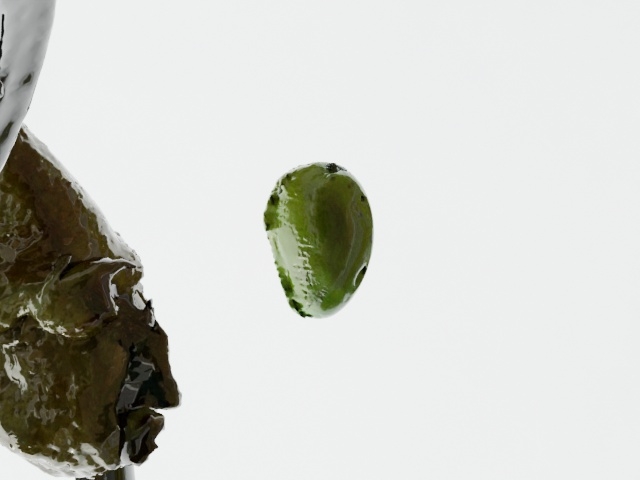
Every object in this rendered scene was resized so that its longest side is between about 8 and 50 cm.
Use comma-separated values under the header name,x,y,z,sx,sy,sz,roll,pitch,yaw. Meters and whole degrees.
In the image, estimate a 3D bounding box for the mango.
name,x,y,z,sx,sy,sz,roll,pitch,yaw
mango,0.001,0.000,1.190,0.100,0.119,0.179,-20,-66,-58

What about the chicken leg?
name,x,y,z,sx,sy,sz,roll,pitch,yaw
chicken leg,-0.221,-0.007,0.718,0.140,0.211,0.361,-33,-83,-53

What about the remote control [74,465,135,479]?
name,x,y,z,sx,sy,sz,roll,pitch,yaw
remote control,-0.181,0.269,0.958,0.042,0.072,0.222,-20,-110,19

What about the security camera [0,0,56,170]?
name,x,y,z,sx,sy,sz,roll,pitch,yaw
security camera,-0.231,-0.088,0.287,0.277,0.197,0.191,29,-154,1
